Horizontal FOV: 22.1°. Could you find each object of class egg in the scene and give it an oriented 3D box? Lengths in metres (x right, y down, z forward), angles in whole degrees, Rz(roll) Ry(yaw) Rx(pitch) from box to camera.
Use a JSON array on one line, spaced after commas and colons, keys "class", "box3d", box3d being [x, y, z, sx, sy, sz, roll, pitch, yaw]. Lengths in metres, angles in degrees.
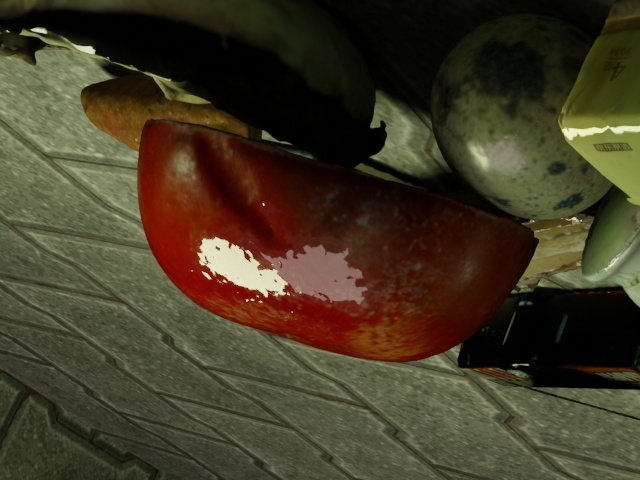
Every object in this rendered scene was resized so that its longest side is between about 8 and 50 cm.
[{"class": "egg", "box3d": [0.157, -0.086, 1.184, 0.141, 0.141, 0.181, 12, 162, 34]}]

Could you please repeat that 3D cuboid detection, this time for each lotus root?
[{"class": "lotus root", "box3d": [0.145, -0.011, 1.509, 0.329, 0.078, 0.167, -14, 155, 42]}]

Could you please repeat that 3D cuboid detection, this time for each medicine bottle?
[{"class": "medicine bottle", "box3d": [0.288, -0.003, 1.241, 0.143, 0.147, 0.147, 30, 162, -6]}]

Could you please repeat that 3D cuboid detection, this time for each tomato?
[{"class": "tomato", "box3d": [-0.002, 0.011, 1.285, 0.338, 0.144, 0.338, 15, 178, 1]}]

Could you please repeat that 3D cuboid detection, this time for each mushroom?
[{"class": "mushroom", "box3d": [-0.109, -0.167, 1.349, 0.344, 0.130, 0.247, 20, -178, 19]}]

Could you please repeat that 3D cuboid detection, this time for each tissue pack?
[{"class": "tissue pack", "box3d": [0.295, -0.080, 1.042, 0.159, 0.125, 0.234, 36, 160, -33]}]

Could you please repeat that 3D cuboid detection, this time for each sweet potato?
[{"class": "sweet potato", "box3d": [-0.142, -0.116, 1.581, 0.251, 0.097, 0.097, 14, 160, 41]}]

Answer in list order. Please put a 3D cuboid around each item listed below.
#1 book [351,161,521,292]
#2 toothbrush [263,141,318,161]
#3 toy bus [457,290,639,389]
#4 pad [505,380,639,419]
[{"class": "book", "box3d": [0.108, -0.016, 1.645, 0.231, 0.026, 0.157, 23, 162, 4]}, {"class": "toothbrush", "box3d": [-0.092, -0.099, 1.682, 0.219, 0.016, 0.019, 12, 160, 33]}, {"class": "toy bus", "box3d": [0.283, 0.100, 1.646, 0.092, 0.093, 0.409, 24, 165, -26]}, {"class": "pad", "box3d": [0.380, 0.169, 1.642, 0.375, 0.063, 0.315, 14, 177, 19]}]
